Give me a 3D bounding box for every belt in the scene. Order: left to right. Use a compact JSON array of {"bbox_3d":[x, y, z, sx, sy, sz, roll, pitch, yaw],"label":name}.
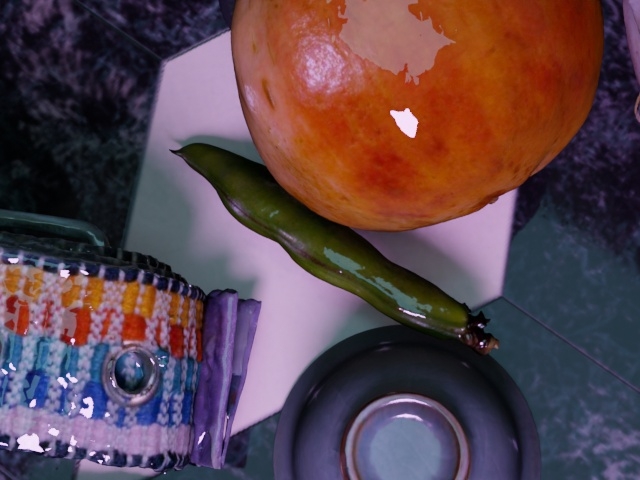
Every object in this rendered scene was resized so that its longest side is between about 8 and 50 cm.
[{"bbox_3d":[-0.205,0.058,0.724,0.295,0.207,0.160,8,81,9],"label":"belt"}]

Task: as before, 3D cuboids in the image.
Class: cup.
[{"bbox_3d":[0.057,0.147,0.712,0.199,0.150,0.199,-1,78,5],"label":"cup"}]

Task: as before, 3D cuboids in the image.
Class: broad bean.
[{"bbox_3d":[-0.001,0.000,0.773,0.297,0.060,0.043,35,118,22],"label":"broad bean"}]

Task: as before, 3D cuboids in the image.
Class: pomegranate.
[{"bbox_3d":[0.056,-0.146,0.723,0.252,0.229,0.270,-26,90,-8],"label":"pomegranate"}]

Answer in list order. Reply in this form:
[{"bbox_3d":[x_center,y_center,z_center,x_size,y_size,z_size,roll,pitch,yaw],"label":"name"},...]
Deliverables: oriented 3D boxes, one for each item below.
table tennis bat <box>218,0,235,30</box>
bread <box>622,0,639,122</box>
[{"bbox_3d":[-0.014,-0.175,0.849,0.150,0.027,0.236,6,77,6],"label":"table tennis bat"},{"bbox_3d":[0.281,-0.154,0.724,0.143,0.224,0.211,-10,63,-4],"label":"bread"}]
